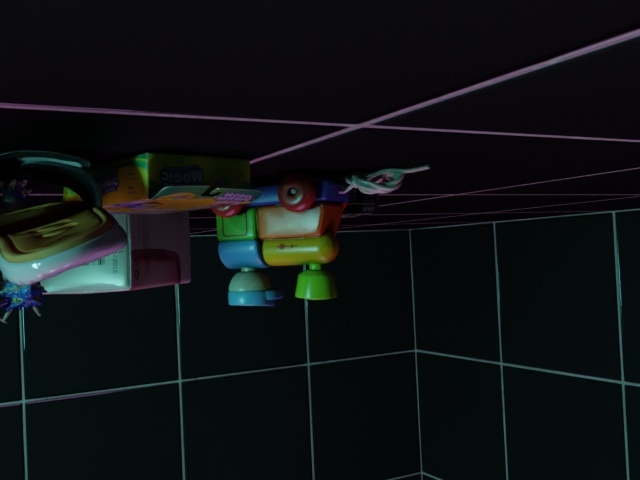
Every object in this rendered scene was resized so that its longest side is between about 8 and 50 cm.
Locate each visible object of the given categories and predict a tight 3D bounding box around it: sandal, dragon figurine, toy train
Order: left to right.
[{"bbox_3d":[-0.337,0.015,0.740,0.085,0.143,0.289,-2,179,-27],"label":"dragon figurine"},{"bbox_3d":[-0.203,-0.030,0.522,0.102,0.076,0.265,-22,-165,-27],"label":"sandal"},{"bbox_3d":[0.000,0.000,0.775,0.248,0.143,0.105,-3,179,26],"label":"toy train"}]

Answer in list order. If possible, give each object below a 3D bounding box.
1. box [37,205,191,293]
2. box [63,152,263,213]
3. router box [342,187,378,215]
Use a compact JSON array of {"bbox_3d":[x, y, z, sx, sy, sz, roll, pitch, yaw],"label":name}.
[{"bbox_3d":[-0.307,0.012,1.096,0.149,0.126,0.232,-3,178,11],"label":"box"},{"bbox_3d":[-0.142,-0.048,0.636,0.105,0.043,0.179,-1,-179,-44],"label":"box"},{"bbox_3d":[0.001,-0.049,0.952,0.123,0.038,0.092,-2,179,-27],"label":"router box"}]
